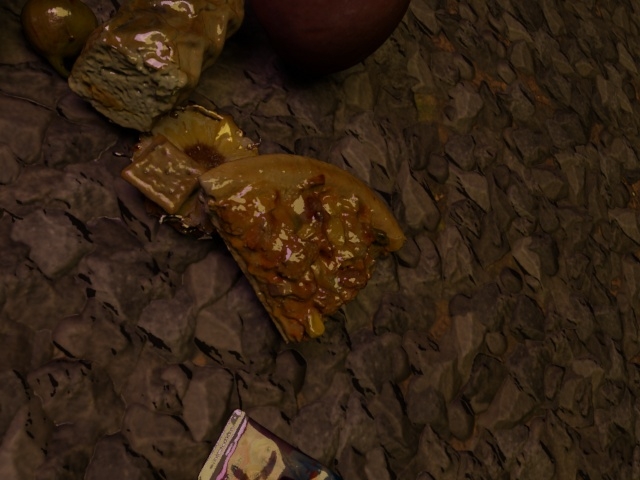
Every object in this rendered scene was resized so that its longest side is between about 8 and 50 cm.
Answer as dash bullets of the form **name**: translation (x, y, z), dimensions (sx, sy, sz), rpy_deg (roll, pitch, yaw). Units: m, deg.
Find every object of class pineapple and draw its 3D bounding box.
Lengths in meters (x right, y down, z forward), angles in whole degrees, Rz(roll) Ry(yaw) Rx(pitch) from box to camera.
- **pineapple**: translation (-0.167, -0.094, 0.754), dimensions (0.221, 0.047, 0.221), rpy_deg (12, 65, -27)

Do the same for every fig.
- **fig**: translation (-0.328, -0.256, 0.696), dimensions (0.084, 0.082, 0.098), rpy_deg (10, 88, -59)

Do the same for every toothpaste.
- **toothpaste**: translation (-0.019, 0.321, 0.703), dimensions (0.266, 0.061, 0.096), rpy_deg (34, 61, -9)

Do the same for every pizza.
- **pizza**: translation (-0.009, -0.033, 0.765), dimensions (0.258, 0.087, 0.268), rpy_deg (-45, 113, -36)

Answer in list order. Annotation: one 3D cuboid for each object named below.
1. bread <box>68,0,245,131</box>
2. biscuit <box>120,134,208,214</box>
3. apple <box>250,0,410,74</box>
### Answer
- **bread**: translation (-0.197, -0.274, 0.732), dimensions (0.152, 0.130, 0.267), rpy_deg (14, 53, 12)
- **biscuit**: translation (-0.191, -0.083, 0.695), dimensions (0.081, 0.018, 0.083), rpy_deg (40, 56, -10)
- **apple**: translation (0.014, -0.402, 0.813), dimensions (0.306, 0.235, 0.305), rpy_deg (-18, 90, -73)
